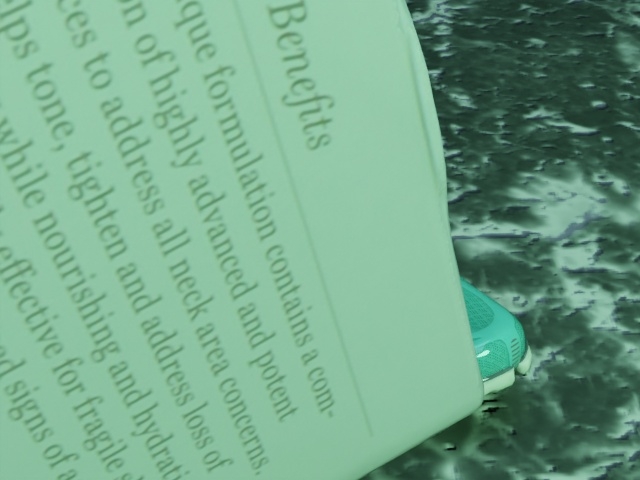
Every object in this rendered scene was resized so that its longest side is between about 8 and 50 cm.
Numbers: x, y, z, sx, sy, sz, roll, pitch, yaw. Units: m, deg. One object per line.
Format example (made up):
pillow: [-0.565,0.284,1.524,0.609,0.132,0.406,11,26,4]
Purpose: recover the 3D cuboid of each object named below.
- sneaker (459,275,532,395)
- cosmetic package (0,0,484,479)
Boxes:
sneaker: [0.000,0.000,0.739,0.107,0.110,0.275,-27,46,-33]
cosmetic package: [-0.198,-0.037,0.527,0.394,0.329,0.327,-28,43,-13]
